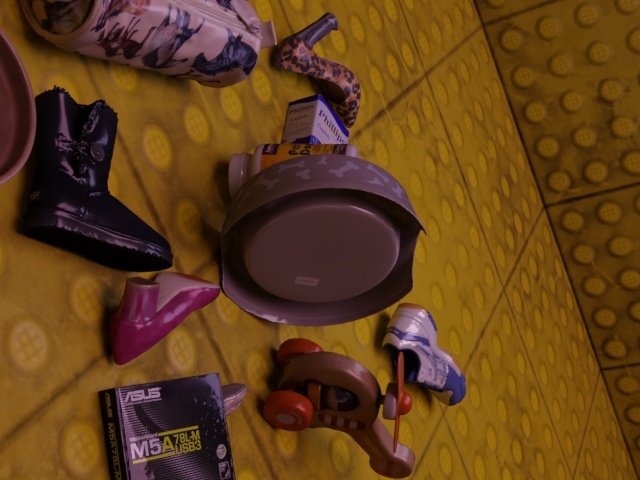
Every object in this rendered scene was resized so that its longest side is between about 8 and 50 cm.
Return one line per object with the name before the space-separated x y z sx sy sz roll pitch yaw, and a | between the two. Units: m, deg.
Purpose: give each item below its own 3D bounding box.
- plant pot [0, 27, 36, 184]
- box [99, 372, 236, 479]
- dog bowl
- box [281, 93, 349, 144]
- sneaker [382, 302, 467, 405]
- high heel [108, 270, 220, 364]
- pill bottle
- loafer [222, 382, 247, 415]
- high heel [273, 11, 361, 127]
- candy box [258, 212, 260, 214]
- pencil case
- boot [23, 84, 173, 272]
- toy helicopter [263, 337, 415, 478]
plant pot | -0.442 -0.156 1.051 0.237 0.110 0.237 34 49 -52
box | -0.206 0.284 1.309 0.191 0.045 0.184 1 79 -49
dog bowl | 0.000 0.000 1.548 0.349 0.349 0.102 46 29 -42
box | -0.009 -0.196 1.877 0.126 0.072 0.137 48 38 -41
sneaker | 0.214 0.275 2.058 0.296 0.112 0.131 56 51 -29
high heel | -0.222 0.112 1.382 0.244 0.082 0.117 -5 111 -74
pill bottle | -0.043 -0.106 1.612 0.117 0.215 0.117 1 90 -82
loafer | -0.157 0.257 1.449 0.125 0.045 0.039 -26 117 -54
high heel | -0.011 -0.314 1.954 0.186 0.093 0.261 -42 129 -34
candy box | -0.066 0.005 1.732 0.105 0.027 0.206 -12 88 -58
pencil case | -0.249 -0.335 1.399 0.410 0.183 0.160 3 69 -60
boot | -0.291 -0.080 1.298 0.246 0.094 0.207 25 60 -48
toy helicopter | 0.079 0.304 1.638 0.355 0.235 0.140 53 35 -35
